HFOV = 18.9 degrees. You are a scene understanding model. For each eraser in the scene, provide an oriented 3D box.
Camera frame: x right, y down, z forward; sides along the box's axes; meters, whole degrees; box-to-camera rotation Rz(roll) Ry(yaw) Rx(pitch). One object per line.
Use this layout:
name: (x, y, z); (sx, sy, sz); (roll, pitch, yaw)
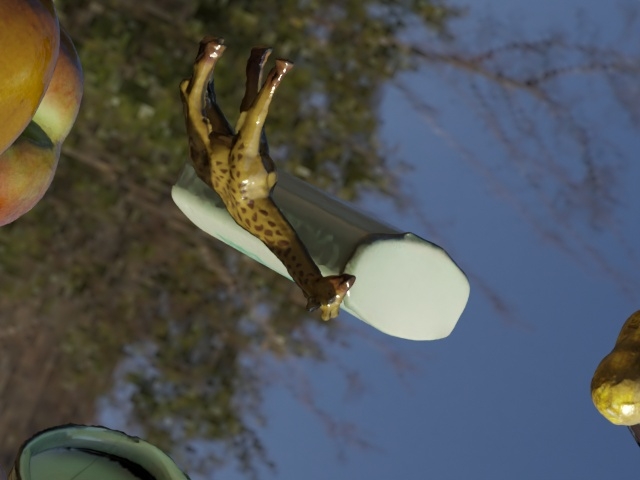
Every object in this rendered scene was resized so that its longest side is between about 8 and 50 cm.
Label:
eraser: (0.000, 0.000, 1.990); (0.290, 0.189, 0.104); (28, -84, 44)

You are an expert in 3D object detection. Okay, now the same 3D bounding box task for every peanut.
peanut: (0.368, 0.136, 2.180); (0.087, 0.087, 0.207); (-47, 180, 42)

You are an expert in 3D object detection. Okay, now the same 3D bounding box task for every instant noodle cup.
instant noodle cup: (-0.271, 0.371, 2.033); (0.284, 0.284, 0.312); (-99, -153, -58)

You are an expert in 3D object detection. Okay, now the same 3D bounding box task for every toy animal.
toy animal: (-0.053, -0.056, 1.717); (0.149, 0.054, 0.275); (-15, -93, 36)

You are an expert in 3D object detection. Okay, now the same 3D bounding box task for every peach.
peach: (-0.357, -0.138, 1.883); (0.252, 0.252, 0.252); (-53, -158, 33)

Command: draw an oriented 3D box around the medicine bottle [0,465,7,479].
medicine bottle: (-0.308, 0.192, 1.242); (0.122, 0.212, 0.122); (173, -90, -67)

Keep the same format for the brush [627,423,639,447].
brush: (0.427, 0.282, 2.301); (0.072, 0.313, 0.067); (-3, -140, 33)

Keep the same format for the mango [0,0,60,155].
mango: (-0.344, -0.114, 1.560); (0.317, 0.173, 0.211); (-53, 162, -17)
